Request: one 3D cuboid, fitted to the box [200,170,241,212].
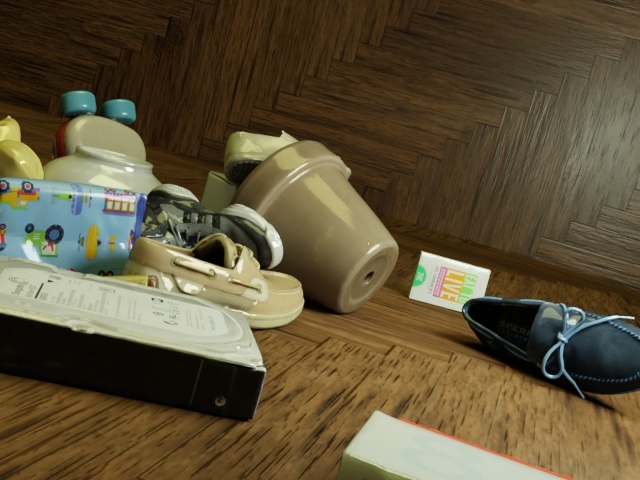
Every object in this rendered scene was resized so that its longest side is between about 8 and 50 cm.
[{"bbox_3d":[-0.103,-0.028,1.802,0.232,0.149,0.127,10,11,-33],"label":"box"}]

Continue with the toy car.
[{"bbox_3d":[-0.518,-0.172,2.042,0.238,0.219,0.210,-15,-11,35],"label":"toy car"}]

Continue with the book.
[{"bbox_3d":[0.255,0.085,1.905,0.144,0.096,0.035,14,8,-5],"label":"book"}]

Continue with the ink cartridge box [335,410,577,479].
[{"bbox_3d":[0.190,0.219,0.825,0.308,0.091,0.385,17,9,12],"label":"ink cartridge box"}]

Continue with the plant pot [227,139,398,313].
[{"bbox_3d":[0.000,0.000,1.599,0.229,0.263,0.263,39,17,23],"label":"plant pot"}]

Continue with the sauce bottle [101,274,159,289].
[{"bbox_3d":[-0.259,0.063,1.151,0.128,0.042,0.042,-2,8,0],"label":"sauce bottle"}]

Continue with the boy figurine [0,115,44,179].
[{"bbox_3d":[-0.595,-0.155,1.707,0.285,0.177,0.092,12,-35,35],"label":"boy figurine"}]

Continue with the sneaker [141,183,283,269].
[{"bbox_3d":[-0.197,0.004,1.459,0.268,0.101,0.153,21,37,28],"label":"sneaker"}]

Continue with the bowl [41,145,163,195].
[{"bbox_3d":[-0.392,-0.092,1.753,0.298,0.134,0.298,14,8,-2],"label":"bowl"}]

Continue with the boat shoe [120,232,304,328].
[{"bbox_3d":[-0.129,0.052,1.311,0.121,0.110,0.341,20,9,33],"label":"boat shoe"}]

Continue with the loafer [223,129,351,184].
[{"bbox_3d":[-0.058,-0.148,1.737,0.268,0.092,0.102,7,-33,-39],"label":"loafer"}]

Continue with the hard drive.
[{"bbox_3d":[-0.237,0.090,1.008,0.339,0.064,0.237,13,7,-12],"label":"hard drive"}]

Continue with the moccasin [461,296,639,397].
[{"bbox_3d":[0.357,0.162,1.489,0.117,0.138,0.342,27,-14,-39],"label":"moccasin"}]

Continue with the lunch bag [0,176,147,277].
[{"bbox_3d":[-0.412,-0.020,1.284,0.221,0.138,0.293,4,4,-45],"label":"lunch bag"}]
